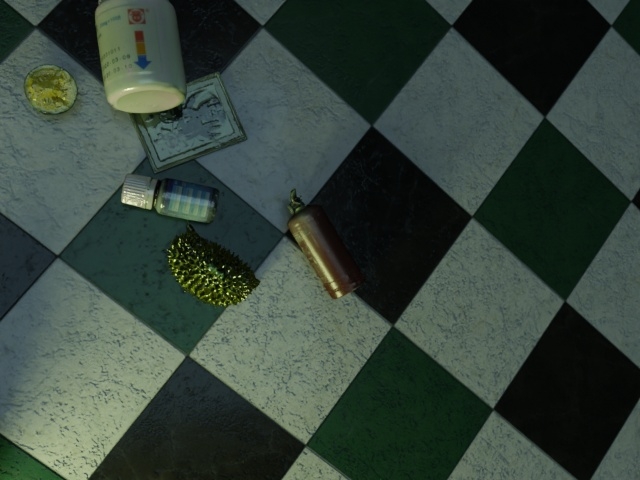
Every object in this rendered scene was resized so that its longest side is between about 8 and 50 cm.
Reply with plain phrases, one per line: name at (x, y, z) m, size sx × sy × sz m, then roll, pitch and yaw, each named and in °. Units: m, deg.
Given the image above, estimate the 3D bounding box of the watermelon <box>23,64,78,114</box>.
watermelon at (-0.571, -0.317, 1.293) m, size 0.105 × 0.062 × 0.105 m, roll -1°, pitch 92°, yaw -22°

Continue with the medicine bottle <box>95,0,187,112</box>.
medicine bottle at (-0.385, -0.432, 1.291) m, size 0.170 × 0.170 × 0.293 m, roll -8°, pitch 86°, yaw -15°

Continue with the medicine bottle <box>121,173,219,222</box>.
medicine bottle at (-0.329, -0.094, 1.339) m, size 0.203 × 0.083 × 0.083 m, roll 10°, pitch 85°, yaw -15°

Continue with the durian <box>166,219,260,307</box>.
durian at (-0.248, 0.066, 1.351) m, size 0.221 × 0.095 × 0.137 m, roll 39°, pitch 78°, yaw -4°

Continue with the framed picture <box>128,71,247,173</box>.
framed picture at (-0.304, -0.270, 1.390) m, size 0.231 × 0.010 × 0.173 m, roll -25°, pitch 94°, yaw -15°

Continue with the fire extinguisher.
fire extinguisher at (0.000, 0.000, 1.414) m, size 0.105 × 0.105 × 0.269 m, roll -32°, pitch 96°, yaw -14°
